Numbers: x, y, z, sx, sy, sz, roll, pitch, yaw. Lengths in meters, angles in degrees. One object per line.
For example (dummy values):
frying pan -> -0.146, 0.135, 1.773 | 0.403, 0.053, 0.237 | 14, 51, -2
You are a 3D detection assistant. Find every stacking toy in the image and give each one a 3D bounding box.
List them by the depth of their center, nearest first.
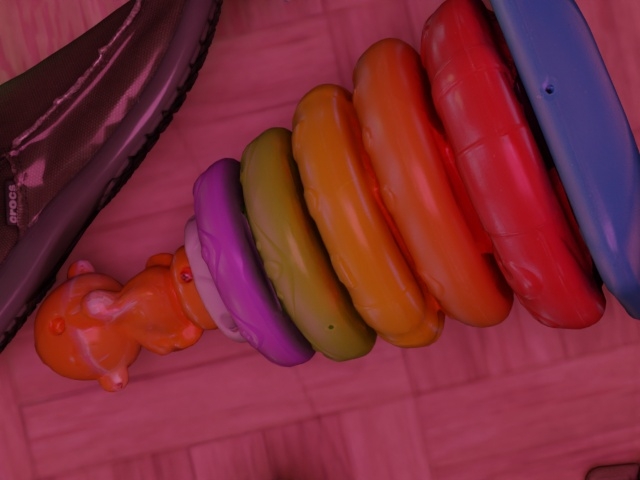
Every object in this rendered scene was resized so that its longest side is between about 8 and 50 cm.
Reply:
stacking toy -> 0.000, 0.000, 0.670 | 0.301, 0.166, 0.175 | -23, 76, 12

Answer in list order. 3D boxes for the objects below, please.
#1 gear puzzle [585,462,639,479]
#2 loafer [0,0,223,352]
gear puzzle -> 0.307, 0.184, 0.713 | 0.338, 0.044, 0.176 | -5, 92, 1
loafer -> -0.137, -0.044, 0.685 | 0.087, 0.094, 0.251 | 36, 92, -5
